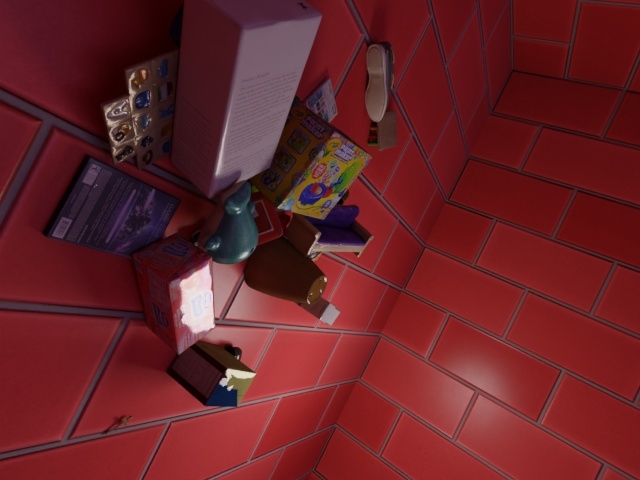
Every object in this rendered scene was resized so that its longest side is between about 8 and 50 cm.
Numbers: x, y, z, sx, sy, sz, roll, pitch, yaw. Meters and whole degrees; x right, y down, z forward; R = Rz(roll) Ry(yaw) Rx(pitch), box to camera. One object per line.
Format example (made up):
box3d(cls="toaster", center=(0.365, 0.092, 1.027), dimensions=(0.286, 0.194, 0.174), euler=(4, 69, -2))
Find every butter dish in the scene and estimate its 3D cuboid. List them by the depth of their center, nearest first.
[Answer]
box3d(cls="butter dish", center=(-0.216, -0.065, 1.312), dimensions=(0.160, 0.159, 0.118), euler=(-21, -176, -2))

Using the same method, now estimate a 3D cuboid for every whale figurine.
box3d(cls="whale figurine", center=(-0.233, -0.038, 1.117), dimensions=(0.216, 0.141, 0.272), euler=(-51, 176, -42))

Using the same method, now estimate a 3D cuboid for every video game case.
box3d(cls="video game case", center=(-0.486, -0.062, 0.985), dimensions=(0.195, 0.026, 0.274), euler=(-63, 152, -2))
box3d(cls="video game case", center=(0.003, -0.477, 1.459), dimensions=(0.143, 0.019, 0.157), euler=(-52, 150, -21))

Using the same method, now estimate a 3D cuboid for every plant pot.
box3d(cls="plant pot", center=(-0.109, 0.128, 1.519), dimensions=(0.237, 0.255, 0.236), euler=(-40, 143, -39))

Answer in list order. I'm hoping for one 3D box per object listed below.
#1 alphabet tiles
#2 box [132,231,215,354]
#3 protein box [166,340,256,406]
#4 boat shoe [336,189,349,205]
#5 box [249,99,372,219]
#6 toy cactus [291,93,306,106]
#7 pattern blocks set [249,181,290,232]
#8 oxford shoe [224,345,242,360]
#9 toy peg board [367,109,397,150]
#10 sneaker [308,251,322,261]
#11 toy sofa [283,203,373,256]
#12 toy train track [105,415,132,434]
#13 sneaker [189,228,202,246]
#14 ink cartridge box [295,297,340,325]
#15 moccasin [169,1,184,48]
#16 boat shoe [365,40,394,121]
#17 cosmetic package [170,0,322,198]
box3d(cls="alphabet tiles", center=(-0.334, -0.308, 0.932), dimensions=(0.342, 0.011, 0.285), euler=(-42, 169, -34))
box3d(cls="box", center=(-0.399, 0.151, 1.137), dimensions=(0.142, 0.154, 0.299), euler=(-35, 146, -42))
box3d(cls="protein box", center=(-0.372, 0.458, 1.402), dimensions=(0.135, 0.201, 0.200), euler=(-59, 151, -9))
box3d(cls="boat shoe", center=(0.060, -0.169, 1.717), dimensions=(0.258, 0.095, 0.095), euler=(-26, 134, -49))
box3d(cls="box", center=(-0.031, -0.240, 1.294), dimensions=(0.279, 0.177, 0.290), euler=(-52, 155, 16))
box3d(cls="toy cactus", center=(-0.114, -0.374, 1.283), dimensions=(0.180, 0.112, 0.219), euler=(-51, 159, -3))
box3d(cls="pattern blocks set", center=(-0.154, -0.179, 1.431), dimensions=(0.286, 0.026, 0.324), euler=(5, 108, -60))
box3d(cls="oxford shoe", center=(-0.367, 0.525, 1.593), dimensions=(0.227, 0.083, 0.096), euler=(-62, 156, -2))
box3d(cls="toy peg board", center=(0.277, -0.502, 1.850), dimensions=(0.161, 0.079, 0.160), euler=(-29, 120, -47))
box3d(cls="sneaker", center=(0.000, 0.000, 1.775), dimensions=(0.214, 0.084, 0.083), euler=(-50, 142, -23))
box3d(cls="toy sofa", center=(0.052, -0.044, 1.605), dimensions=(0.363, 0.150, 0.177), euler=(3, 125, -49))
box3d(cls="toy train track", center=(-0.632, 0.575, 1.270), dimensions=(0.083, 0.014, 0.048), euler=(-29, 144, -38))
box3d(cls="sneaker", center=(-0.320, 0.006, 1.255), dimensions=(0.178, 0.077, 0.071), euler=(-8, 118, -56))
box3d(cls="ink cartridge box", center=(-0.034, 0.281, 1.812), dimensions=(0.086, 0.209, 0.153), euler=(-56, 150, -8))
box3d(cls="moccasin", center=(-0.202, -0.548, 0.941), dimensions=(0.341, 0.138, 0.116), euler=(-55, 149, -14))
box3d(cls="boat shoe", center=(0.245, -0.635, 1.635), dimensions=(0.091, 0.109, 0.304), euler=(-36, 137, -34))
box3d(cls="cosmetic package", center=(-0.192, -0.332, 0.937), dimensions=(0.230, 0.161, 0.453), euler=(-38, 166, -40))
